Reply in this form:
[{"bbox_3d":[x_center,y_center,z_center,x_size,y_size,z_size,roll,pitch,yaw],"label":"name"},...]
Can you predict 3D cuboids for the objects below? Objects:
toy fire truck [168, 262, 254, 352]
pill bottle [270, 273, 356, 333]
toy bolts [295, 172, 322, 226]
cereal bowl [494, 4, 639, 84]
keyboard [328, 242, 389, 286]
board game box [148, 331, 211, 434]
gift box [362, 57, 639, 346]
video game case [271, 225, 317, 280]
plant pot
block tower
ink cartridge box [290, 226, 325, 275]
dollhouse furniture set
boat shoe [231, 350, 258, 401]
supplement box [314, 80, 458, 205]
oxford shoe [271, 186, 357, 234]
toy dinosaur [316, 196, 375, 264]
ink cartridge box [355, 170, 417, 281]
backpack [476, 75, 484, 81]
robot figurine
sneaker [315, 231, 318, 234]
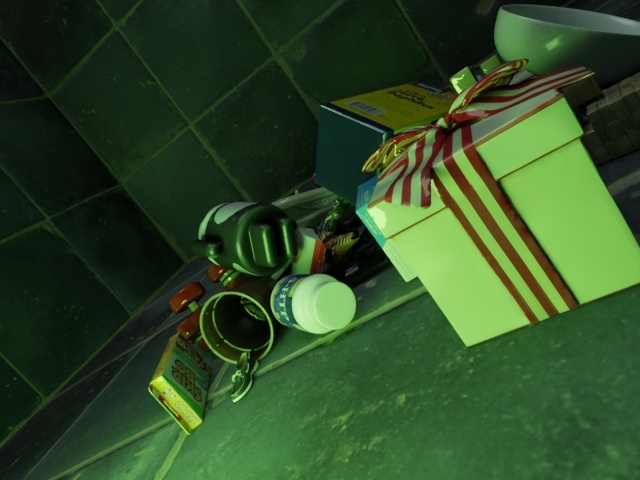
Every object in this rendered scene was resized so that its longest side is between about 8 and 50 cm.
[{"bbox_3d":[-0.271,0.177,1.274,0.302,0.169,0.254,-40,-6,-13],"label":"toy fire truck"},{"bbox_3d":[-0.014,0.120,0.862,0.112,0.112,0.186,-42,14,-24],"label":"pill bottle"},{"bbox_3d":[0.000,-0.145,1.830,0.228,0.158,0.218,-45,-28,5],"label":"toy bolts"},{"bbox_3d":[0.562,-0.435,1.025,0.338,0.141,0.339,4,35,-3],"label":"cereal bowl"},{"bbox_3d":[0.079,0.070,0.996,0.192,0.038,0.100,-34,30,24],"label":"keyboard"},{"bbox_3d":[-0.289,0.291,0.947,0.039,0.124,0.259,-36,13,0],"label":"board game box"},{"bbox_3d":[0.218,-0.056,0.548,0.255,0.258,0.276,-32,13,22],"label":"gift box"},{"bbox_3d":[-0.094,0.056,1.388,0.173,0.022,0.190,-49,2,39],"label":"video game case"},{"bbox_3d":[-0.157,0.164,1.011,0.166,0.167,0.165,-32,5,20],"label":"plant pot"},{"bbox_3d":[0.461,-0.185,0.744,0.335,0.097,0.091,-28,15,40],"label":"block tower"},{"bbox_3d":[-0.034,0.060,1.061,0.179,0.045,0.146,-119,38,-73],"label":"ink cartridge box"},{"bbox_3d":[0.332,-0.250,0.739,0.181,0.161,0.101,-28,15,38],"label":"dollhouse furniture set"},{"bbox_3d":[-0.155,0.264,0.883,0.046,0.038,0.125,-32,13,19],"label":"boat shoe"},{"bbox_3d":[0.183,-0.234,1.067,0.356,0.194,0.195,-26,46,-36],"label":"supplement box"},{"bbox_3d":[0.070,-0.117,1.382,0.448,0.130,0.169,-18,5,-16],"label":"oxford shoe"},{"bbox_3d":[0.060,-0.006,1.124,0.218,0.164,0.322,-51,27,-3],"label":"toy dinosaur"},{"bbox_3d":[0.209,-0.075,0.832,0.232,0.171,0.168,-33,14,17],"label":"ink cartridge box"},{"bbox_3d":[0.567,-0.531,1.631,0.084,0.114,0.105,-43,15,-27],"label":"backpack"},{"bbox_3d":[-0.176,-0.010,1.079,0.278,0.209,0.174,7,73,48],"label":"robot figurine"},{"bbox_3d":[0.000,0.000,1.351,0.157,0.065,0.061,-21,20,49],"label":"sneaker"}]
